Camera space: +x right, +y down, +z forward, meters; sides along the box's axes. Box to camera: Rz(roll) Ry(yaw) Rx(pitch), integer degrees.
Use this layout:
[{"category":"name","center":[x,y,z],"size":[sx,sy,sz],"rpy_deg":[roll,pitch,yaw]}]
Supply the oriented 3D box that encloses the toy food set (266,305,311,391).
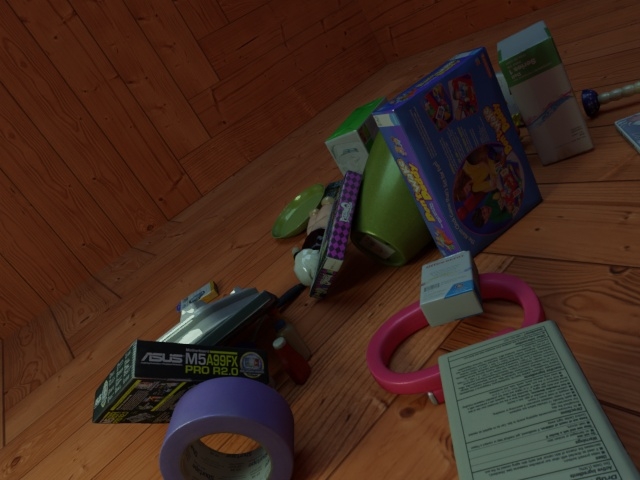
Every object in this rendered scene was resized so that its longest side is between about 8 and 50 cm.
[{"category":"toy food set","center":[-0.096,0.234,0.915],"size":[0.111,0.104,0.232],"rpy_deg":[-11,29,39]}]

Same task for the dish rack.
[{"category":"dish rack","center":[-0.273,0.198,1.049],"size":[0.286,0.072,0.333],"rpy_deg":[-38,-6,11]}]

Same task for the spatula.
[{"category":"spatula","center":[-0.135,0.194,1.148],"size":[0.084,0.030,0.296],"rpy_deg":[-7,31,51]}]

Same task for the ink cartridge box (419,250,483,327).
[{"category":"ink cartridge box","center":[0.216,0.078,0.798],"size":[0.089,0.052,0.122],"rpy_deg":[-21,22,24]}]

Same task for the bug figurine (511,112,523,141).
[{"category":"bug figurine","center":[0.413,-0.233,1.249],"size":[0.279,0.072,0.216],"rpy_deg":[-30,-1,13]}]

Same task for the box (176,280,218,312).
[{"category":"box","center":[-0.381,0.183,1.490],"size":[0.136,0.028,0.081],"rpy_deg":[-34,22,-2]}]

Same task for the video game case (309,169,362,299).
[{"category":"video game case","center":[0.033,-0.009,1.096],"size":[0.210,0.042,0.231],"rpy_deg":[111,174,-59]}]

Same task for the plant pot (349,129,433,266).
[{"category":"plant pot","center":[0.193,-0.097,1.100],"size":[0.275,0.275,0.293],"rpy_deg":[3,57,54]}]

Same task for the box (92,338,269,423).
[{"category":"box","center":[-0.242,0.250,0.818],"size":[0.270,0.217,0.060],"rpy_deg":[-44,44,43]}]

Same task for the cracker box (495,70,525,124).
[{"category":"cracker box","center":[0.525,-0.418,1.439],"size":[0.067,0.155,0.232],"rpy_deg":[-33,21,-26]}]

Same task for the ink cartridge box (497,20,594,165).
[{"category":"ink cartridge box","center":[0.526,-0.346,1.137],"size":[0.117,0.278,0.201],"rpy_deg":[-22,24,29]}]

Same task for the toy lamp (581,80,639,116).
[{"category":"toy lamp","center":[0.774,-0.367,1.132],"size":[0.275,0.080,0.080],"rpy_deg":[-9,31,44]}]

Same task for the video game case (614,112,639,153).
[{"category":"video game case","center":[0.743,-0.249,0.991],"size":[0.202,0.023,0.183],"rpy_deg":[-21,24,24]}]

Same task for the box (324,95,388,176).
[{"category":"box","center":[0.162,-0.288,1.530],"size":[0.127,0.231,0.262],"rpy_deg":[-14,27,39]}]

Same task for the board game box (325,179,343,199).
[{"category":"board game box","center":[0.045,-0.156,1.671],"size":[0.126,0.026,0.186],"rpy_deg":[-11,29,39]}]

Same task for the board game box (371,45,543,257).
[{"category":"board game box","center":[0.282,-0.162,0.957],"size":[0.233,0.347,0.078],"rpy_deg":[-36,22,-14]}]

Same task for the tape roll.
[{"category":"tape roll","center":[-0.133,0.301,0.710],"size":[0.189,0.188,0.080],"rpy_deg":[-27,23,10]}]

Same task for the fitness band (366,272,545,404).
[{"category":"fitness band","center":[0.213,0.152,0.780],"size":[0.291,0.054,0.209],"rpy_deg":[-28,20,4]}]

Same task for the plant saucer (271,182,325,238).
[{"category":"plant saucer","center":[-0.065,-0.090,1.598],"size":[0.241,0.037,0.240],"rpy_deg":[-37,25,21]}]

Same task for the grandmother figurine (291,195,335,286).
[{"category":"grandmother figurine","center":[0.000,0.000,1.317],"size":[0.207,0.104,0.342],"rpy_deg":[-50,13,32]}]

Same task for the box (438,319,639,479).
[{"category":"box","center":[0.228,0.219,0.508],"size":[0.149,0.126,0.232],"rpy_deg":[-23,24,17]}]

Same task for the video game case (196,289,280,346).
[{"category":"video game case","center":[-0.171,0.175,0.979],"size":[0.196,0.026,0.274],"rpy_deg":[-39,-6,-6]}]
